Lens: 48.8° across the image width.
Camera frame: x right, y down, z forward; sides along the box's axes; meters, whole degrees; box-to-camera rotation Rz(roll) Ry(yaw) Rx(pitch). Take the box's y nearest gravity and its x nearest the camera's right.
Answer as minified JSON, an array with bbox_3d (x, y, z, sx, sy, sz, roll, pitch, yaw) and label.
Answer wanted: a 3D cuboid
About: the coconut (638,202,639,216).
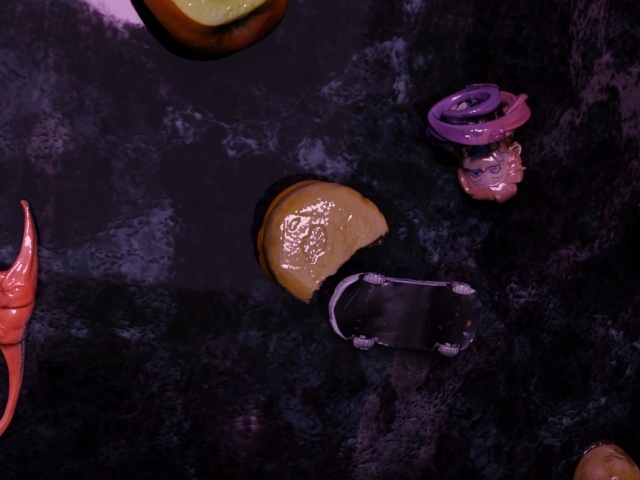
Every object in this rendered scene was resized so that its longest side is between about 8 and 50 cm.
[{"bbox_3d":[0.555,-0.042,0.894,0.237,0.237,0.266,32,98,-18],"label":"coconut"}]

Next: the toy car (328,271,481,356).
[{"bbox_3d":[0.108,0.091,0.900,0.205,0.056,0.095,7,100,-12],"label":"toy car"}]

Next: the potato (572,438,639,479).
[{"bbox_3d":[0.425,0.343,1.010,0.096,0.103,0.066,-20,109,-11],"label":"potato"}]

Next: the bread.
[{"bbox_3d":[-0.004,-0.010,0.838,0.156,0.086,0.125,-36,98,-8],"label":"bread"}]

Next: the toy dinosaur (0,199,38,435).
[{"bbox_3d":[-0.359,0.094,0.782,0.101,0.055,0.280,18,95,-40],"label":"toy dinosaur"}]

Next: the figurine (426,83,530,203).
[{"bbox_3d":[0.201,-0.122,0.863,0.126,0.114,0.157,-17,140,21],"label":"figurine"}]

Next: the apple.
[{"bbox_3d":[-0.107,-0.267,0.711,0.146,0.163,0.147,-32,92,3],"label":"apple"}]
